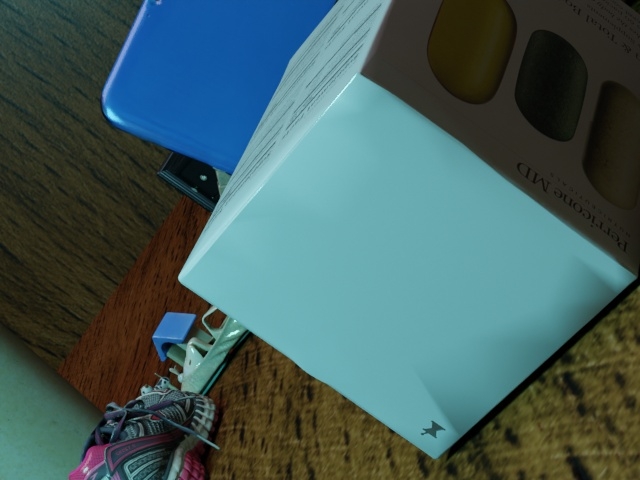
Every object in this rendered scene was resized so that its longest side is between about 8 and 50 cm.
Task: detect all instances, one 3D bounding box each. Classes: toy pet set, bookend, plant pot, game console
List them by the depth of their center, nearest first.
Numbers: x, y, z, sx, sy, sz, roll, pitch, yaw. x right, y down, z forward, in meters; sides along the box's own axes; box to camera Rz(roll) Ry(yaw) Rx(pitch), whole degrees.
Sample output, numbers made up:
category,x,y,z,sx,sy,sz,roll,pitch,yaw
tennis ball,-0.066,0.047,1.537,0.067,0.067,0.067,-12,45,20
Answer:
category,x,y,z,sx,sy,sz,roll,pitch,yaw
game console,-0.008,-0.172,1.619,0.173,0.250,0.293,17,79,38
plant pot,-0.388,0.245,2.142,0.334,0.305,0.334,-53,10,13
toy pet set,-0.173,0.138,2.179,0.122,0.065,0.114,-44,14,49
bookend,-0.102,-0.097,2.369,0.157,0.156,0.072,-42,16,52

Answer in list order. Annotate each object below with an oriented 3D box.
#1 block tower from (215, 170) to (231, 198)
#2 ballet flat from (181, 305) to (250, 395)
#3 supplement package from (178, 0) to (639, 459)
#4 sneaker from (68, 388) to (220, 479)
category,x,y,z,sx,sy,sz,roll,pitch,yaw
block tower,-0.083,-0.136,2.019,0.091,0.335,0.097,-11,6,-5
ballet flat,-0.116,0.109,2.030,0.168,0.052,0.057,-53,10,15
supplement package,0.077,-0.051,1.153,0.198,0.199,0.263,-47,12,37
sneaker,-0.173,0.199,1.818,0.121,0.112,0.299,-54,9,6
